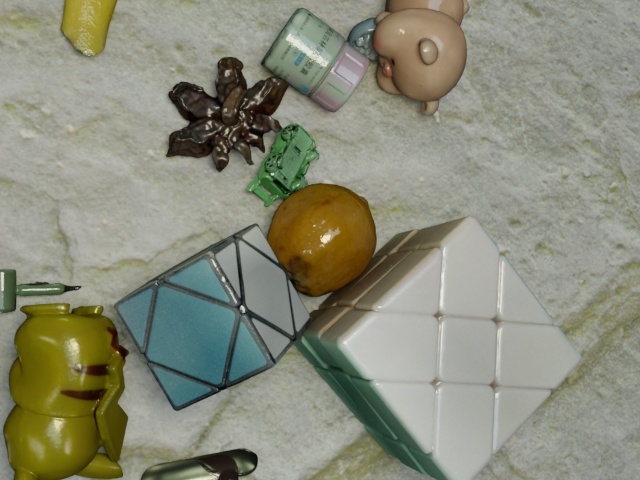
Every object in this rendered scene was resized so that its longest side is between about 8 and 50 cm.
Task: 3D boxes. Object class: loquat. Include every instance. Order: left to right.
[{"bbox_3d":[0.000,0.000,1.293,0.234,0.176,0.187,-38,80,-19],"label":"loquat"}]

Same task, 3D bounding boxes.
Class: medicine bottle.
[{"bbox_3d":[-0.008,-0.335,1.336,0.168,0.135,0.135,34,77,-14],"label":"medicine bottle"}]

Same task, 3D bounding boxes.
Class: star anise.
[{"bbox_3d":[-0.171,-0.236,1.285,0.214,0.099,0.220,17,80,-2],"label":"star anise"}]

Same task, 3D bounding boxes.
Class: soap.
[{"bbox_3d":[-0.414,-0.408,1.267,0.089,0.033,0.169,14,81,-13],"label":"soap"}]

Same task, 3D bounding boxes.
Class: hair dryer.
[{"bbox_3d":[-0.482,0.083,1.206,0.150,0.047,0.071,0,89,-28],"label":"hair dryer"}]

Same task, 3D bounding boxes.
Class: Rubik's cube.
[{"bbox_3d":[-0.168,0.118,1.170,0.205,0.207,0.205,-27,94,22],"label":"Rubik's cube"},{"bbox_3d":[0.185,0.184,1.255,0.318,0.316,0.322,-41,96,-16],"label":"Rubik's cube"}]

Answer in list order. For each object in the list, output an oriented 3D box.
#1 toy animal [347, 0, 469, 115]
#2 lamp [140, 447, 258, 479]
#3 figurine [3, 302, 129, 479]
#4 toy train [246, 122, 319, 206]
[{"bbox_3d":[0.196,-0.392,1.373,0.221,0.210,0.229,-45,62,-11],"label":"toy animal"},{"bbox_3d":[-0.202,0.512,1.211,0.203,0.124,0.284,-2,83,-7],"label":"lamp"},{"bbox_3d":[-0.405,0.262,1.149,0.169,0.218,0.327,11,89,25],"label":"figurine"},{"bbox_3d":[-0.068,-0.142,1.329,0.099,0.081,0.149,40,62,-41],"label":"toy train"}]
